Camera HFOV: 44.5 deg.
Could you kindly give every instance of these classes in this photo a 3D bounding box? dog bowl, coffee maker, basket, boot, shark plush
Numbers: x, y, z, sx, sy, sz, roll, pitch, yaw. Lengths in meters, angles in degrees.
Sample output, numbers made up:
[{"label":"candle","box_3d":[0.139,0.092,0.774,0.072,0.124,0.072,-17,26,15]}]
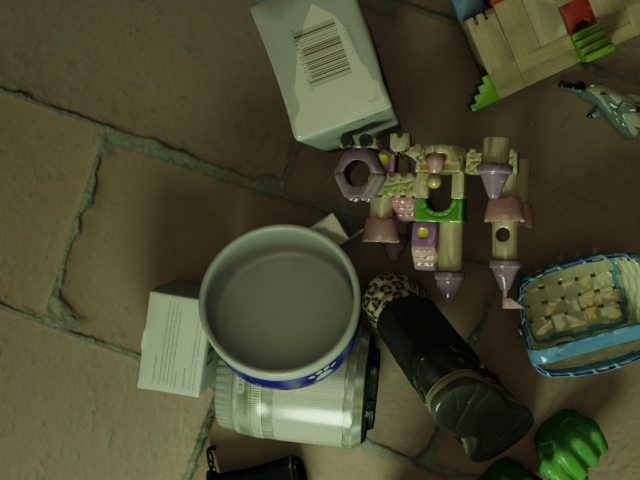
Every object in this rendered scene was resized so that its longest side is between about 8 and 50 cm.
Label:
[{"label":"dog bowl","box_3d":[-0.063,0.111,1.306,0.265,0.104,0.265,-2,65,4]},{"label":"coffee maker","box_3d":[-0.121,0.467,1.494,0.178,0.120,0.171,-17,91,7]},{"label":"basket","box_3d":[0.458,0.126,1.309,0.255,0.289,0.201,-14,93,9]},{"label":"boot","box_3d":[0.223,0.229,1.393,0.138,0.377,0.284,-41,52,8]},{"label":"shark plush","box_3d":[0.502,-0.241,1.398,0.161,0.073,0.067,22,127,1]}]

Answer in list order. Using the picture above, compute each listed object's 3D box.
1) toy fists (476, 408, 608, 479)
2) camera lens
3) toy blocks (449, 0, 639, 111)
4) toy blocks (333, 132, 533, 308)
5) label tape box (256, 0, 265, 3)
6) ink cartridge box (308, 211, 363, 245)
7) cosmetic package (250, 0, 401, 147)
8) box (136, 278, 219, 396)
[{"label":"toy fists","box_3d":[0.397,0.425,1.414,0.279,0.142,0.096,-41,89,9]},{"label":"camera lens","box_3d":[-0.034,0.253,1.416,0.274,0.219,0.219,5,95,7]},{"label":"toy blocks","box_3d":[0.373,-0.418,1.307,0.381,0.191,0.261,-25,101,8]},{"label":"toy blocks","box_3d":[0.196,-0.024,1.300,0.289,0.309,0.260,3,88,20]},{"label":"label tape box","box_3d":[-0.079,-0.586,1.417,0.241,0.106,0.333,-34,90,8]},{"label":"ink cartridge box","box_3d":[0.000,0.000,1.452,0.180,0.104,0.060,-34,88,8]},{"label":"cosmetic package","box_3d":[0.026,-0.272,1.288,0.156,0.385,0.217,-19,89,7]},{"label":"box","box_3d":[-0.250,0.176,1.457,0.119,0.182,0.181,9,96,4]}]
